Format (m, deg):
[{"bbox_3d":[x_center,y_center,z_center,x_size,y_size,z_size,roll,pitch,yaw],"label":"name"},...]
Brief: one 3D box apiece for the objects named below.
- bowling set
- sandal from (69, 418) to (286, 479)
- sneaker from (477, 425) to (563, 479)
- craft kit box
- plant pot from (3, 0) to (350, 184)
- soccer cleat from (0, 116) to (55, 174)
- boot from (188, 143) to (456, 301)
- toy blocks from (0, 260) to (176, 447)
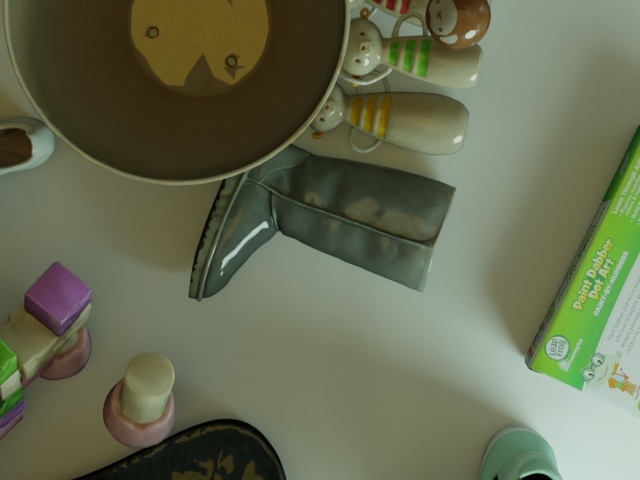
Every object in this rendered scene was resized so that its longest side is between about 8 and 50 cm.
[{"bbox_3d":[0.073,-0.217,1.380,0.154,0.200,0.287,11,91,4],"label":"bowling set"},{"bbox_3d":[-0.241,0.302,1.470,0.445,0.107,0.167,-31,93,3],"label":"sandal"},{"bbox_3d":[0.163,0.306,1.436,0.094,0.151,0.256,9,96,0],"label":"sneaker"},{"bbox_3d":[0.351,0.056,1.459,0.246,0.061,0.250,26,95,-3],"label":"craft kit box"},{"bbox_3d":[-0.113,-0.194,1.385,0.284,0.191,0.284,0,95,3],"label":"plant pot"},{"bbox_3d":[-0.342,-0.076,1.459,0.196,0.076,0.068,-13,94,3],"label":"soccer cleat"},{"bbox_3d":[0.000,0.001,1.464,0.208,0.076,0.190,22,98,-7],"label":"boot"},{"bbox_3d":[-0.320,0.143,1.413,0.309,0.260,0.288,43,68,8],"label":"toy blocks"}]
